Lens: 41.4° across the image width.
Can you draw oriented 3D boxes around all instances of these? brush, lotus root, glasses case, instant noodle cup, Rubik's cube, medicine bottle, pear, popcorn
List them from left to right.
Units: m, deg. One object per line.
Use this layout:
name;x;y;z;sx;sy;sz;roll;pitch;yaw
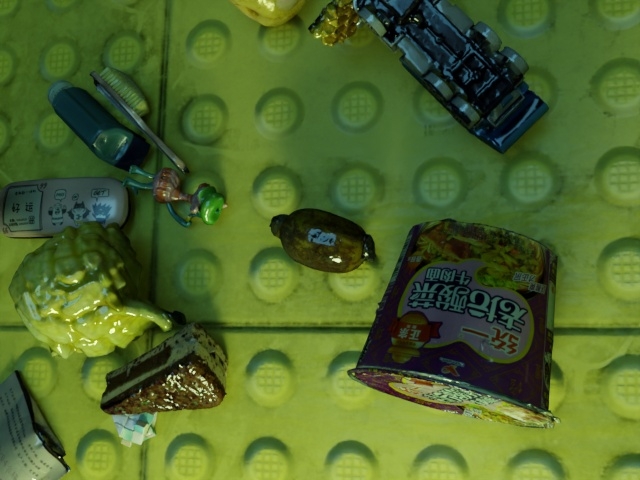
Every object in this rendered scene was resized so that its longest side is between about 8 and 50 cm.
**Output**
glasses case;-0.535;-0.066;1.750;0.314;0.075;0.122;-1;78;18
popcorn;-0.437;0.097;1.602;0.237;0.293;0.293;-41;72;10
medicine bottle;-0.469;-0.242;1.751;0.258;0.124;0.079;41;102;31
Rubik's cube;-0.350;0.356;1.620;0.084;0.075;0.073;-25;72;11
brush;-0.358;-0.254;1.735;0.067;0.072;0.313;-42;72;-8
pear;-0.098;-0.510;1.640;0.178;0.178;0.178;-3;80;17
lotus root;0.000;0.000;1.546;0.209;0.120;0.120;16;86;17
instant noodle cup;0.238;0.134;1.364;0.339;0.340;0.266;11;73;19

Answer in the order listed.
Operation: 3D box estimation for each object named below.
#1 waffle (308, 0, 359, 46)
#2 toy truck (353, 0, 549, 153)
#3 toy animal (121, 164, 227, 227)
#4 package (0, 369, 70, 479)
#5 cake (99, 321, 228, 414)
waffle;0.079;-0.452;1.535;0.051;0.231;0.229;40;117;6
toy truck;0.221;-0.315;1.461;0.146;0.175;0.367;-44;91;4
toy animal;-0.289;-0.084;1.673;0.208;0.100;0.103;19;109;11
package;-0.636;0.419;1.710;0.204;0.062;0.251;-40;68;6
cake;-0.286;0.273;1.597;0.246;0.135;0.112;-31;33;24
